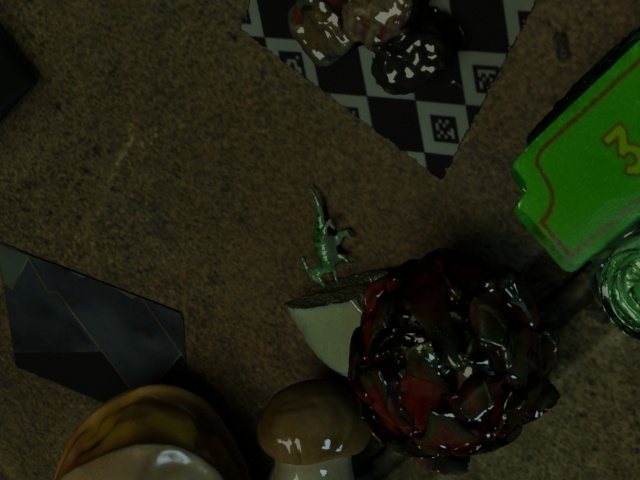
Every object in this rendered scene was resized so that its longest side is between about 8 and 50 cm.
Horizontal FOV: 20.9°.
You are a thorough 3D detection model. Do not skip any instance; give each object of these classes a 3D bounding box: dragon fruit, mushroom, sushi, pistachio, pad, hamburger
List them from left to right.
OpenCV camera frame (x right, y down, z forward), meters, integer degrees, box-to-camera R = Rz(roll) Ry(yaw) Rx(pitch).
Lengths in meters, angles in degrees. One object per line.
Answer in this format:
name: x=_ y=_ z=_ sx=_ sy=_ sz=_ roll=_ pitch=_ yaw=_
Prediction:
pad: x=-0.233 y=0.103 z=1.786 sx=0.243 sy=0.004 sz=0.163 roll=19 pitch=128 yaw=29
pistachio: x=-0.165 y=0.294 z=1.719 sx=0.230 sy=0.230 sz=0.309 roll=19 pitch=123 yaw=28
mushroom: x=-0.008 y=0.284 z=1.640 sx=0.128 sy=0.128 sz=0.350 roll=21 pitch=127 yaw=27
hamburger: x=0.028 y=0.078 z=1.529 sx=0.121 sy=0.054 sz=0.084 roll=-11 pitch=114 yaw=45
sushi: x=0.038 y=-0.179 z=1.350 sx=0.219 sy=0.047 sz=0.231 roll=38 pitch=135 yaw=13
dragon fruit: x=0.104 y=0.093 z=1.390 sx=0.182 sy=0.182 sz=0.188 roll=46 pitch=144 yaw=4

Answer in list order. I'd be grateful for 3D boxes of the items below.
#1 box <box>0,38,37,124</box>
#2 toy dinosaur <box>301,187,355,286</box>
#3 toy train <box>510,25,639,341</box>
box: x=-0.410 y=-0.139 z=1.677 sx=0.178 sy=0.138 sz=0.274 roll=47 pitch=137 yaw=-4
toy dinosaur: x=0.000 y=0.000 z=1.519 sx=0.062 sy=0.021 sz=0.083 roll=-38 pitch=79 yaw=43
toy train: x=0.251 y=-0.050 z=1.212 sx=0.188 sy=0.132 sz=0.243 roll=50 pitch=134 yaw=7
